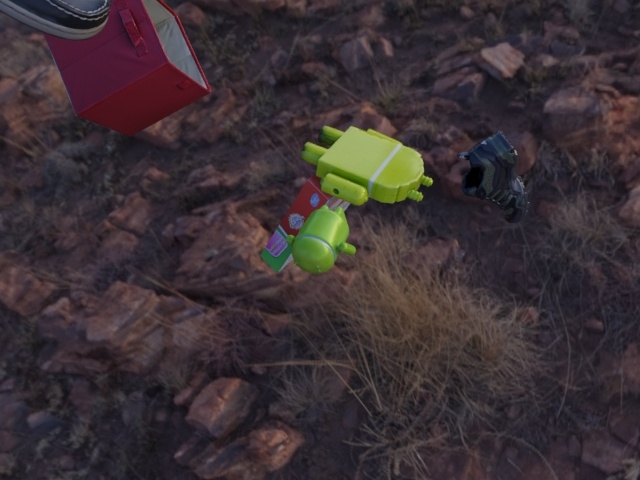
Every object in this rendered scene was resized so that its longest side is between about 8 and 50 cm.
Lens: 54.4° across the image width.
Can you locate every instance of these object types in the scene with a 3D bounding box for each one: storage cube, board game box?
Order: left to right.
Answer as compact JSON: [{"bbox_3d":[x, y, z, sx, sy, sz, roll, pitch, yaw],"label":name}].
[{"bbox_3d":[-0.347,-0.326,1.138,0.193,0.215,0.183,-26,83,9],"label":"storage cube"},{"bbox_3d":[0.003,-0.082,1.496,0.064,0.316,0.242,44,48,7],"label":"board game box"}]

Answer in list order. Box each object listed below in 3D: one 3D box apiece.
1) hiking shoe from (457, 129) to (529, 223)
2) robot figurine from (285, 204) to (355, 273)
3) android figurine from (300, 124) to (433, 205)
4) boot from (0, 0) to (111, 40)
[{"bbox_3d":[0.337,-0.112,1.230,0.114,0.226,0.086,-21,40,10],"label":"hiking shoe"},{"bbox_3d":[0.000,0.000,0.916,0.101,0.067,0.115,8,48,24],"label":"robot figurine"},{"bbox_3d":[0.103,-0.160,1.325,0.273,0.056,0.248,23,43,13],"label":"android figurine"},{"bbox_3d":[-0.339,-0.433,0.673,0.284,0.377,0.138,-28,23,37],"label":"boot"}]
